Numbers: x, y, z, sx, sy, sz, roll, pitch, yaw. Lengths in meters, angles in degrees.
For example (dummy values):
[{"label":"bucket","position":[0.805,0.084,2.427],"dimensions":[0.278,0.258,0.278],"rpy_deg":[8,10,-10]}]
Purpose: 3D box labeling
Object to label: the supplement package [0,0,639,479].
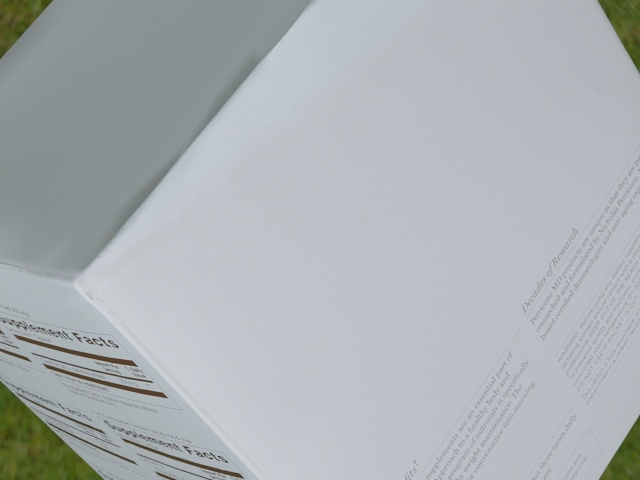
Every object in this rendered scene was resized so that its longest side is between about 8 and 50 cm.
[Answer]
[{"label":"supplement package","position":[0.000,0.000,0.505],"dimensions":[0.194,0.149,0.203],"rpy_deg":[-53,125,-22]}]
